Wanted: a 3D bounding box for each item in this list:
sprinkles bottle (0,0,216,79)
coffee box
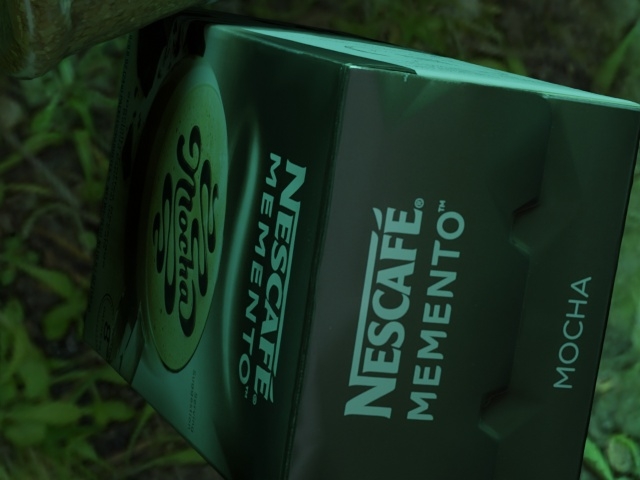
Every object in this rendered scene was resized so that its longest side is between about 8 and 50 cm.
[{"bbox_3d":[0.004,-0.184,0.834,0.355,0.121,0.121,-26,108,-23],"label":"sprinkles bottle"},{"bbox_3d":[0.000,0.000,0.800,0.118,0.297,0.168,6,98,-21],"label":"coffee box"}]
